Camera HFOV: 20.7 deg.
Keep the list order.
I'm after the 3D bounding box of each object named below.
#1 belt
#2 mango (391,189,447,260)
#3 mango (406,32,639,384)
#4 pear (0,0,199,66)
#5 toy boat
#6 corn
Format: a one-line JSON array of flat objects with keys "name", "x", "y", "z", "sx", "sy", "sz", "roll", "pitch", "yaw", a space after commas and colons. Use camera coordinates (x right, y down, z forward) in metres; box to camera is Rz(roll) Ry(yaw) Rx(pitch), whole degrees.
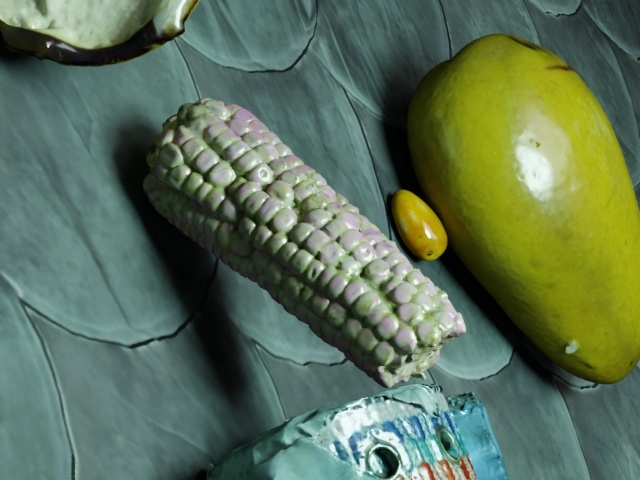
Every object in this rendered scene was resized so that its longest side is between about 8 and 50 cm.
[{"name": "belt", "x": 0.024, "y": 0.211, "z": 1.468, "sx": 0.257, "sy": 0.207, "sz": 0.150, "roll": -3, "pitch": 67, "yaw": -61}, {"name": "mango", "x": 0.108, "y": -0.019, "z": 1.969, "sx": 0.089, "sy": 0.046, "sz": 0.060, "roll": 58, "pitch": 24, "yaw": 16}, {"name": "mango", "x": 0.264, "y": -0.031, "z": 2.056, "sx": 0.445, "sy": 0.221, "sz": 0.301, "roll": 61, "pitch": 21, "yaw": -10}, {"name": "pear", "x": -0.186, "y": -0.265, "z": 1.547, "sx": 0.178, "sy": 0.267, "sz": 0.266, "roll": 46, "pitch": 23, "yaw": -79}, {"name": "toy boat", "x": 0.124, "y": 0.208, "z": 1.690, "sx": 0.238, "sy": 0.098, "sz": 0.109, "roll": 26, "pitch": 40, "yaw": -85}, {"name": "corn", "x": -0.016, "y": -0.001, "z": 1.531, "sx": 0.335, "sy": 0.126, "sz": 0.127, "roll": 38, "pitch": 21, "yaw": 21}]
